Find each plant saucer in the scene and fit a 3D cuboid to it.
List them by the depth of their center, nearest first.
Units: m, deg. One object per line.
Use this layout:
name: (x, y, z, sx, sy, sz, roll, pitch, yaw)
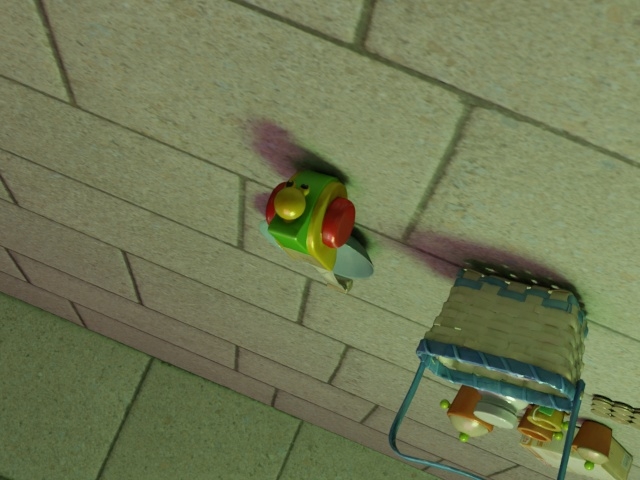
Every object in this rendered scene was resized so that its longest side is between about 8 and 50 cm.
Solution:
plant saucer: (0.000, 0.000, 1.770, 0.195, 0.037, 0.195, 21, 163, 7)

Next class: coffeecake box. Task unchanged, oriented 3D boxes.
coffeecake box: (0.527, 0.434, 2.354, 0.185, 0.068, 0.142, 9, 159, 39)

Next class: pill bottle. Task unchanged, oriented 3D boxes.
pill bottle: (0.300, 0.211, 1.806, 0.087, 0.160, 0.087, 22, 163, 7)

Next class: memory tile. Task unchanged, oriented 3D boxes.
memory tile: (0.558, 0.316, 2.048, 0.148, 0.012, 0.113, 17, 162, 18)

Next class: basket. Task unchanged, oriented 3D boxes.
basket: (0.254, 0.203, 1.615, 0.255, 0.289, 0.201, 16, 162, 27)

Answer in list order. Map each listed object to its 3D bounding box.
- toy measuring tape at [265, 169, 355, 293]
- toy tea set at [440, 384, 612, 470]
toy measuring tape: (0.005, -0.019, 1.597, 0.121, 0.121, 0.330, 17, 168, 21)
toy tea set: (0.401, 0.378, 2.249, 0.336, 0.124, 0.200, 10, 159, 37)
